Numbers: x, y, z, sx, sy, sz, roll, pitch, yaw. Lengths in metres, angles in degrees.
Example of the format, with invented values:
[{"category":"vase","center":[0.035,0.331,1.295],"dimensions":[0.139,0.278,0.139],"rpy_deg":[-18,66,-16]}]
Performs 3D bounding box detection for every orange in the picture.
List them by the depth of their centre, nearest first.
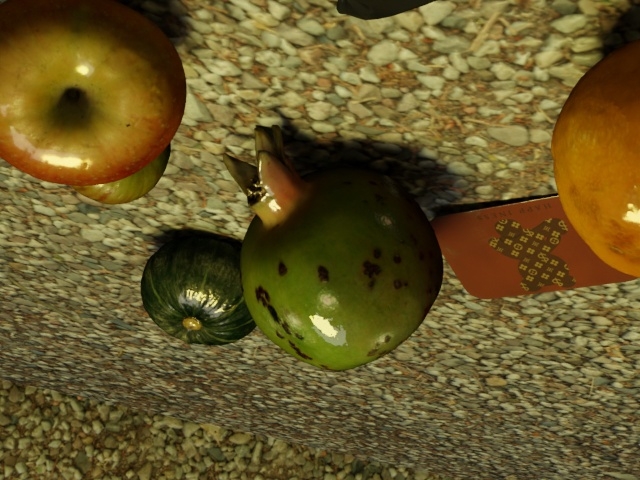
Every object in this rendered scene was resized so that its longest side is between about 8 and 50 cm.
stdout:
[{"category":"orange","center":[0.353,-0.081,1.049],"dimensions":[0.261,0.261,0.261],"rpy_deg":[9,158,4]}]

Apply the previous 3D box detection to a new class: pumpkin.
[{"category":"pumpkin","center":[-0.194,0.083,1.806],"dimensions":[0.211,0.152,0.212],"rpy_deg":[16,143,12]}]

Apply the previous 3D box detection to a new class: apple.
[{"category":"apple","center":[-0.266,-0.168,1.177],"dimensions":[0.235,0.210,0.173],"rpy_deg":[34,-174,-22]}]

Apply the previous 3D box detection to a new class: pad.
[{"category":"pad","center":[0.293,0.012,1.504],"dimensions":[0.267,0.004,0.181],"rpy_deg":[-10,131,34]}]

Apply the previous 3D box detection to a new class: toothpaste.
[{"category":"toothpaste","center":[0.226,0.009,1.570],"dimensions":[0.248,0.047,0.078],"rpy_deg":[7,155,16]}]

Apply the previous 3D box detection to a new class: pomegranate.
[{"category":"pomegranate","center":[-0.001,0.024,1.409],"dimensions":[0.323,0.291,0.290],"rpy_deg":[29,152,-37]}]

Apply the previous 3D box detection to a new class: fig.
[{"category":"fig","center":[-0.292,-0.111,1.401],"dimensions":[0.151,0.151,0.259],"rpy_deg":[23,163,-27]}]

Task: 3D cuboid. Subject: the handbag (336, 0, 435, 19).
[{"category":"handbag","center":[0.090,-0.256,0.883],"dimensions":[0.254,0.089,0.211],"rpy_deg":[-13,166,22]}]
